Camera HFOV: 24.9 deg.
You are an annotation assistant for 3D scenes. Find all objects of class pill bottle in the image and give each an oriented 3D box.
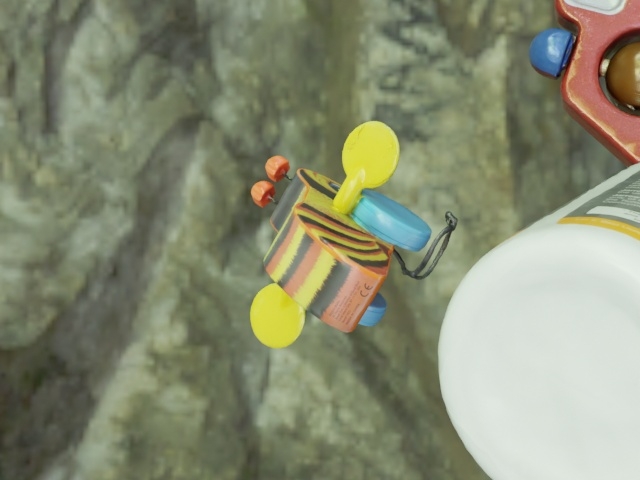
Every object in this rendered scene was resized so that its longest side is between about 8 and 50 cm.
[{"bbox_3d":[0.195,0.040,0.841,0.278,0.162,0.162,-25,-64,-55],"label":"pill bottle"}]

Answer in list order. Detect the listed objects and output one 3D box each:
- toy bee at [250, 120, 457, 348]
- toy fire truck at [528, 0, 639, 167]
[{"bbox_3d":[0.000,0.000,1.207,0.195,0.162,0.298,-57,-9,-7],"label":"toy bee"},{"bbox_3d":[0.346,-0.206,1.425,0.169,0.253,0.302,58,-129,-70],"label":"toy fire truck"}]
